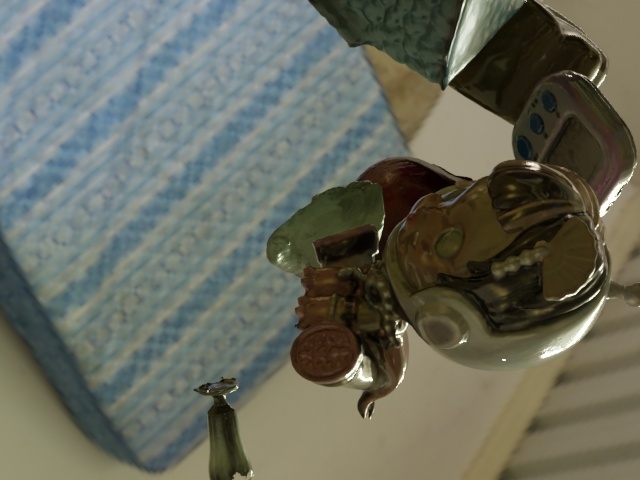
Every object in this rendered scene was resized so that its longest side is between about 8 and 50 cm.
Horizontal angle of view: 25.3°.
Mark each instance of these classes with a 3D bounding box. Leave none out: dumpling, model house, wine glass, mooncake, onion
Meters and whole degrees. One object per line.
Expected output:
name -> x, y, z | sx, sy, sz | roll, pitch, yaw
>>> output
dumpling -> 0.006, -0.007, 1.967 | 0.217, 0.149, 0.105 | 103, -1, -49
model house -> 0.128, -0.457, 1.949 | 0.360, 0.339, 0.297 | -48, 157, -38
wine glass -> -0.145, 0.288, 2.141 | 0.072, 0.155, 0.072 | -7, -167, 2
mooncake -> 0.292, -0.328, 2.313 | 0.201, 0.378, 0.378 | -56, -167, 14
onion -> 0.162, -0.010, 2.295 | 0.276, 0.276, 0.276 | -35, -163, 12

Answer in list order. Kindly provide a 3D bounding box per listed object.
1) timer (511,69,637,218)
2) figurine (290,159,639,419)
timer -> 0.358, -0.130, 2.023 | 0.069, 0.191, 0.208 | -22, 155, -27
figurine -> 0.150, 0.044, 1.555 | 0.361, 0.211, 0.253 | -26, -137, 25
